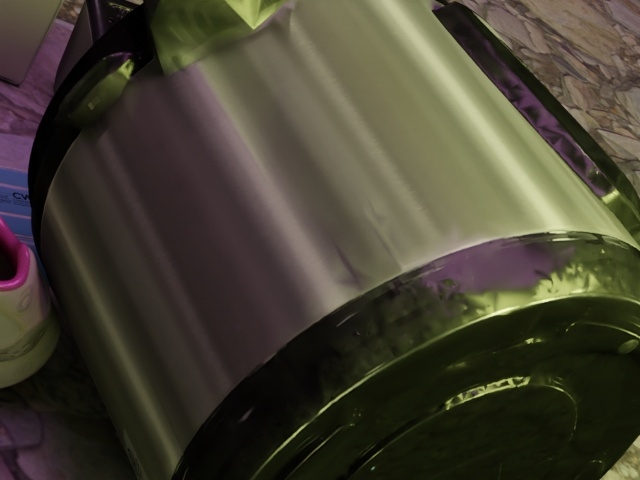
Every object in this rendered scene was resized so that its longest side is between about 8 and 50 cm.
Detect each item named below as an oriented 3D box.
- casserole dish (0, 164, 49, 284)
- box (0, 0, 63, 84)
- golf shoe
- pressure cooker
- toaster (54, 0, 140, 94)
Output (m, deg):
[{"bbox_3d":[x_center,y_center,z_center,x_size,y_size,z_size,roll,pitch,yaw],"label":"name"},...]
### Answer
[{"bbox_3d":[-0.263,-0.022,1.173,0.188,0.037,0.114,12,37,-32],"label":"casserole dish"},{"bbox_3d":[-0.296,-0.280,1.395,0.127,0.148,0.232,22,33,-18],"label":"box"},{"bbox_3d":[-0.302,-0.030,1.031,0.306,0.140,0.115,36,61,7],"label":"golf shoe"},{"bbox_3d":[-0.006,0.002,1.042,0.375,0.370,0.420,4,41,-40],"label":"pressure cooker"},{"bbox_3d":[-0.140,-0.120,1.347,0.168,0.110,0.185,14,35,-27],"label":"toaster"}]
